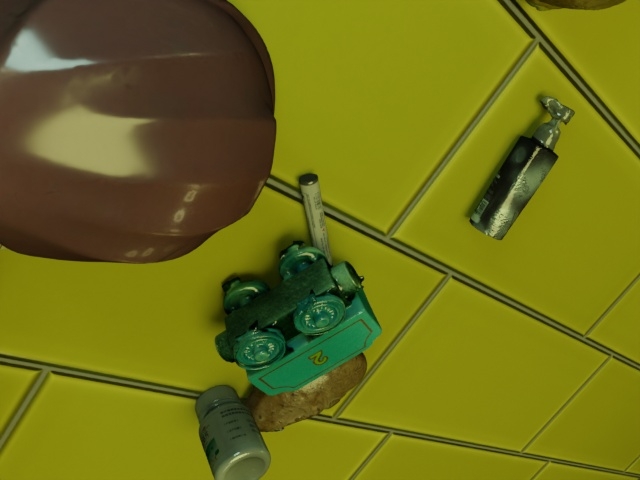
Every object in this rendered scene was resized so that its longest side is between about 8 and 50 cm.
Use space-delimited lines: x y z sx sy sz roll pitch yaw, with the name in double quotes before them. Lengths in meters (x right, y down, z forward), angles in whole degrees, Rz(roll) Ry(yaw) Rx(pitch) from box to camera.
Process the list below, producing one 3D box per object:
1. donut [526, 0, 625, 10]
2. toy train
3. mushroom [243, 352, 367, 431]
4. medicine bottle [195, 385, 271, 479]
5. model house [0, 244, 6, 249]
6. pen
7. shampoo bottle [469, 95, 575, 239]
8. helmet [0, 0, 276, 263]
"donut" 0.277 -0.368 0.602 0.208 0.128 0.261 -47 134 7
"toy train" -0.028 0.106 0.767 0.203 0.112 0.163 -30 135 10
"mushroom" -0.020 0.212 0.889 0.209 0.072 0.094 -20 121 -15
"medicine bottle" -0.128 0.272 0.830 0.080 0.130 0.080 -16 128 -21
"model house" -0.416 0.066 0.487 0.206 0.271 0.178 -8 140 21
"pen" 0.000 0.000 0.779 0.025 0.025 0.204 -23 132 -14
"shampoo bottle" 0.290 -0.102 0.849 0.063 0.057 0.208 18 111 -29
"helmet" -0.160 -0.093 0.508 0.338 0.197 0.271 8 115 -33
